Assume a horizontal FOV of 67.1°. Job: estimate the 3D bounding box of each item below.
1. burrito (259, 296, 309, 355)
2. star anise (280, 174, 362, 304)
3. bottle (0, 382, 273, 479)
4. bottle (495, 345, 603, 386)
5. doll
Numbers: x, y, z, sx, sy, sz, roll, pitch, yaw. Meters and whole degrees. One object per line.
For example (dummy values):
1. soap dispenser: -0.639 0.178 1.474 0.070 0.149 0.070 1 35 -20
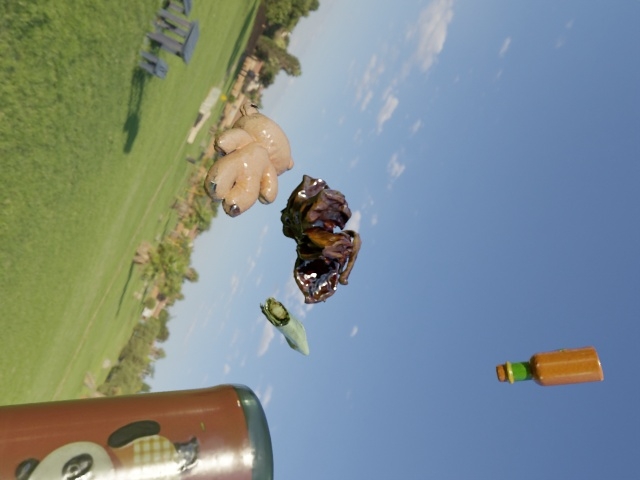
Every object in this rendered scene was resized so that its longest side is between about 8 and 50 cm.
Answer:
1. burrito: -0.055 0.151 0.838 0.044 0.118 0.074 -45 -138 -11
2. star anise: 0.000 0.000 0.839 0.190 0.126 0.220 -37 -123 53
3. bottle: -0.219 0.211 0.418 0.144 0.336 0.144 -9 -100 63
4. bottle: 0.442 0.251 0.946 0.187 0.069 0.069 -12 -141 19
5. doll: -0.185 -0.167 1.104 0.156 0.201 0.303 -13 -146 37
